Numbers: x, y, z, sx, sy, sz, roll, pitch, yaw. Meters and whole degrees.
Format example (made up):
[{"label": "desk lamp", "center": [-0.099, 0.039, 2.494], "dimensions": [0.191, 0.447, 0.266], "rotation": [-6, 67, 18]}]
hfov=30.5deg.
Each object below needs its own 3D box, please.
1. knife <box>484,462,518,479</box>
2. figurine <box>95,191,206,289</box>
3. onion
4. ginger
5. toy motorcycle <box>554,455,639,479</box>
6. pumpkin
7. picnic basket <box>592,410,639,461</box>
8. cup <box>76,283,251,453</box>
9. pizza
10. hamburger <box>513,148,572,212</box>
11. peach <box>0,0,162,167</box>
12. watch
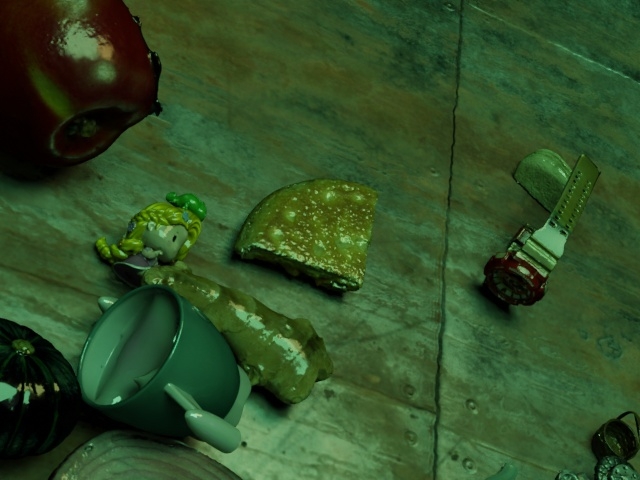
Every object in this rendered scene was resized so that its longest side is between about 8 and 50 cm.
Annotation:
[{"label": "knife", "center": [0.206, 0.359, 1.625], "dimensions": [0.210, 0.015, 0.028], "rotation": [-23, 77, -40]}, {"label": "figurine", "center": [-0.231, -0.013, 1.601], "dimensions": [0.115, 0.095, 0.156], "rotation": [24, 63, 15]}, {"label": "onion", "center": [-0.192, 0.334, 1.352], "dimensions": [0.250, 0.111, 0.247], "rotation": [25, 22, 3]}, {"label": "ginger", "center": [-0.113, 0.118, 1.553], "dimensions": [0.294, 0.086, 0.131], "rotation": [30, 51, -21]}, {"label": "toy motorcycle", "center": [0.358, 0.405, 1.621], "dimensions": [0.307, 0.108, 0.173], "rotation": [-13, 69, -35]}, {"label": "pumpkin", "center": [-0.366, 0.165, 1.337], "dimensions": [0.194, 0.150, 0.194], "rotation": [25, 44, -27]}, {"label": "picnic basket", "center": [0.456, 0.297, 1.774], "dimensions": [0.072, 0.083, 0.072], "rotation": [16, 50, -21]}, {"label": "cup", "center": [-0.178, 0.164, 1.431], "dimensions": [0.173, 0.167, 0.299], "rotation": [42, 0, -42]}, {"label": "pizza", "center": [0.000, 0.000, 1.748], "dimensions": [0.292, 0.058, 0.197], "rotation": [-27, 74, -40]}, {"label": "hamburger", "center": [0.403, -0.109, 2.055], "dimensions": [0.054, 0.084, 0.121], "rotation": [-28, 75, -43]}, {"label": "peach", "center": [-0.398, -0.257, 1.563], "dimensions": [0.201, 0.258, 0.362], "rotation": [-26, 75, -47]}, {"label": "watch", "center": [0.358, -0.012, 1.894], "dimensions": [0.102, 0.165, 0.268], "rotation": [38, 48, -1]}]
